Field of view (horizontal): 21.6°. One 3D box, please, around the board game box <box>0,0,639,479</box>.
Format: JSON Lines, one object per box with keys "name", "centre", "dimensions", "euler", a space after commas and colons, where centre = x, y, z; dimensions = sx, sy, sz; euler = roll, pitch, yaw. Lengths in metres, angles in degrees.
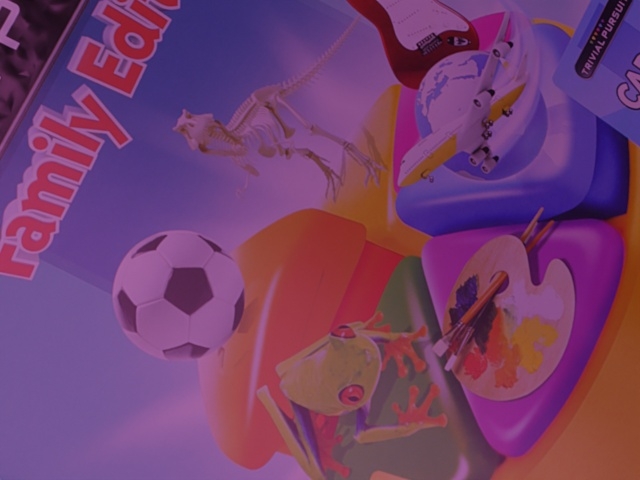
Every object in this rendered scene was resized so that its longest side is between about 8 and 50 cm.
{"name": "board game box", "centre": [0.000, 0.000, 0.522], "dimensions": [0.336, 0.079, 0.254], "euler": [27, 73, -3]}
